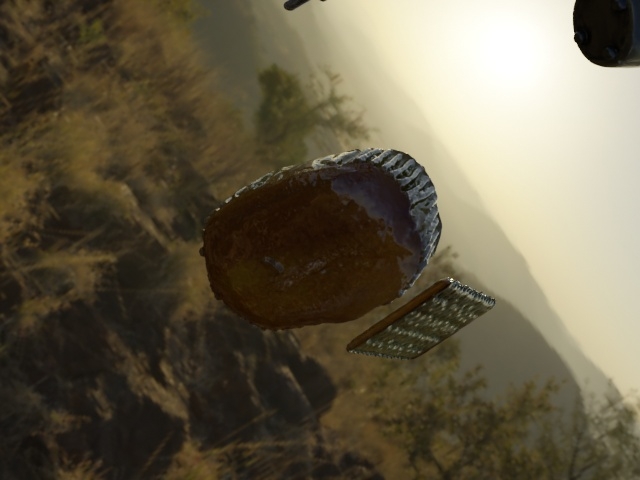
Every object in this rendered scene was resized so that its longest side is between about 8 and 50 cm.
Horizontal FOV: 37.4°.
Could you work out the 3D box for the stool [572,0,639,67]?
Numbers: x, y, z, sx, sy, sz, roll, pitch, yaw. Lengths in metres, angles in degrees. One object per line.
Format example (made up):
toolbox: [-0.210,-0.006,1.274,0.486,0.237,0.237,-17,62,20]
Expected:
stool: [0.288,-0.200,0.851,0.096,0.110,0.096,171,-90,-66]

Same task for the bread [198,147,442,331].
bread: [0.000,0.000,0.783,0.132,0.191,0.114,68,21,-9]

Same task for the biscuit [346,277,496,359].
biscuit: [0.121,0.092,1.062,0.016,0.139,0.231,59,15,20]

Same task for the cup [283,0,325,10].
cup: [-0.006,-0.313,1.035,0.099,0.102,0.074,-28,86,-44]
